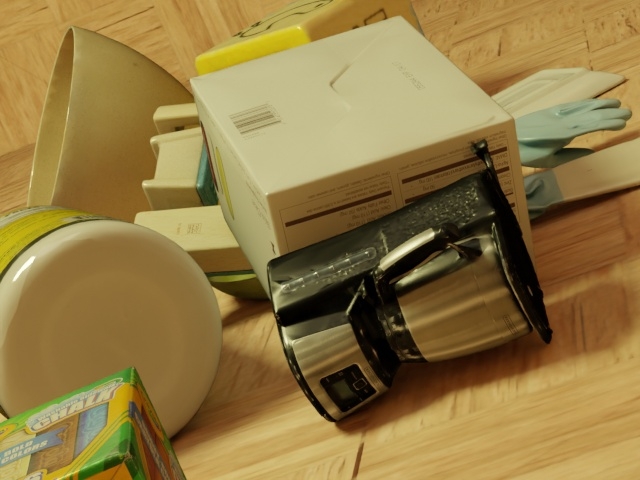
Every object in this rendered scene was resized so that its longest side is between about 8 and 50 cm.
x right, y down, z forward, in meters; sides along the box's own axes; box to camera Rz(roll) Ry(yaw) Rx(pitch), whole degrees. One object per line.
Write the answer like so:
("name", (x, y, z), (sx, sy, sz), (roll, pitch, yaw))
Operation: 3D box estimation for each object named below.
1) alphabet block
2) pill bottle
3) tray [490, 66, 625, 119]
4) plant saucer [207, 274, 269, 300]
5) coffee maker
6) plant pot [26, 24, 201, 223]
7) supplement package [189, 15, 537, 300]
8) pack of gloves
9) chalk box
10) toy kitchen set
("alphabet block", (0.006, -0.182, 1.983), (0.192, 0.193, 0.197), (-13, 17, 42))
("pill bottle", (-0.220, 0.067, 1.422), (0.188, 0.188, 0.334), (-28, 14, -18))
("tray", (0.189, -0.131, 1.831), (0.270, 0.030, 0.145), (-29, 16, -20))
("plant saucer", (0.000, 0.000, 1.630), (0.241, 0.037, 0.241), (-22, 15, 6))
("coffee maker", (0.062, 0.033, 1.213), (0.178, 0.120, 0.171), (-22, 21, 12))
("plant pot", (-0.229, -0.096, 1.981), (0.190, 0.284, 0.284), (10, 5, -16))
("supplement package", (0.028, -0.055, 1.385), (0.204, 0.145, 0.262), (-18, 28, -9))
("pack of gloves", (0.189, -0.053, 1.528), (0.232, 0.046, 0.195), (-17, 29, 6))
("chalk box", (-0.146, 0.172, 1.020), (0.132, 0.132, 0.213), (-23, 15, 1))
("toy kitchen set", (-0.091, -0.021, 1.630), (0.122, 0.166, 0.207), (-4, 51, 12))
